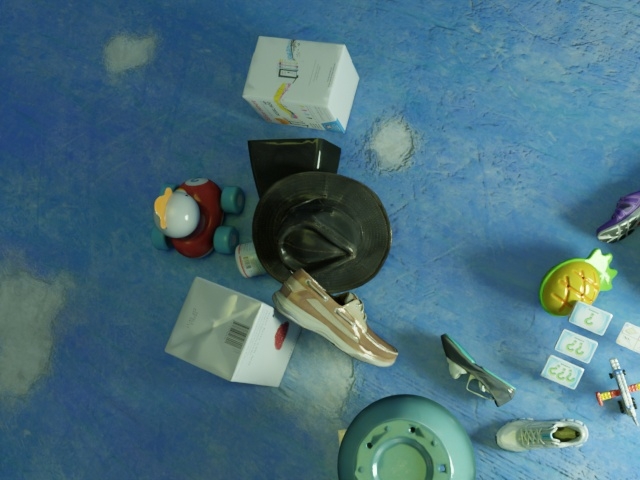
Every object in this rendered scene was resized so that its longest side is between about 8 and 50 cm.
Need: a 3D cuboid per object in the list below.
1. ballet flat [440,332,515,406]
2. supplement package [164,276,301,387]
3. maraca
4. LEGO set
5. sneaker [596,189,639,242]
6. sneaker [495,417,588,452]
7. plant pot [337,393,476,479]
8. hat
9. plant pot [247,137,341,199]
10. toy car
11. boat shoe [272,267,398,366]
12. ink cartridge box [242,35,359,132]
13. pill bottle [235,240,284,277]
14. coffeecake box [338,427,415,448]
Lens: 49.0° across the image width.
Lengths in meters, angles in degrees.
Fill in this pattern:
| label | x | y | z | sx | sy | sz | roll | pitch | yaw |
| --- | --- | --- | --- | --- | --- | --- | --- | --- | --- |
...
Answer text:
| label | x | y | z | sx | sy | sz | roll | pitch | yaw |
| --- | --- | --- | --- | --- | --- | --- | --- | --- | --- |
| ballet flat | 0.331 | 0.290 | 1.545 | 0.203 | 0.074 | 0.074 | 39 | 89 | 19 |
| supplement package | -0.183 | 0.215 | 1.591 | 0.175 | 0.293 | 0.178 | 19 | 82 | 20 |
| maraca | 0.554 | 0.092 | 1.514 | 0.185 | 0.099 | 0.127 | -28 | 113 | -4 |
| LEGO set | 0.607 | 0.256 | 1.447 | 0.244 | 0.060 | 0.183 | 24 | 100 | 5 |
| sneaker | 0.672 | -0.059 | 1.550 | 0.169 | 0.068 | 0.071 | -36 | 54 | -5 |
| sneaker | 0.461 | 0.404 | 1.469 | 0.190 | 0.083 | 0.072 | -11 | 75 | 14 |
| plant pot | 0.166 | 0.447 | 1.385 | 0.292 | 0.235 | 0.293 | -2 | 75 | 8 |
| hat | 0.000 | 0.000 | 1.598 | 0.330 | 0.134 | 0.332 | 1 | 106 | 2 |
| plant pot | -0.060 | -0.154 | 1.722 | 0.187 | 0.187 | 0.167 | 0 | 90 | 16 |
| toy car | -0.338 | -0.078 | 1.742 | 0.219 | 0.238 | 0.211 | 4 | 77 | 17 |
| boat shoe | 0.051 | 0.173 | 1.560 | 0.324 | 0.123 | 0.117 | 32 | 91 | -19 |
| ink cartridge box | -0.047 | -0.392 | 1.776 | 0.232 | 0.171 | 0.168 | 11 | 79 | 19 |
| pill bottle | -0.122 | 0.035 | 1.731 | 0.160 | 0.087 | 0.087 | -13 | 73 | 12 |
| coffeecake box | 0.142 | 0.480 | 1.549 | 0.185 | 0.068 | 0.143 | -10 | 73 | 13 |
